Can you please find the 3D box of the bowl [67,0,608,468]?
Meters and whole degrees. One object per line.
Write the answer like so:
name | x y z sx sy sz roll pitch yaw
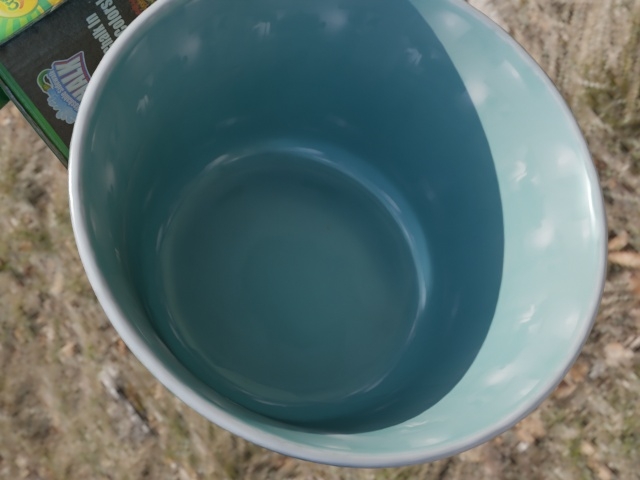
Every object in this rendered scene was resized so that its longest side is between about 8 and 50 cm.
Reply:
bowl | 0.000 0.000 0.684 0.311 0.311 0.163 50 154 8

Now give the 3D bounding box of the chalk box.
chalk box | -0.187 -0.184 0.845 0.179 0.289 0.180 52 172 30
